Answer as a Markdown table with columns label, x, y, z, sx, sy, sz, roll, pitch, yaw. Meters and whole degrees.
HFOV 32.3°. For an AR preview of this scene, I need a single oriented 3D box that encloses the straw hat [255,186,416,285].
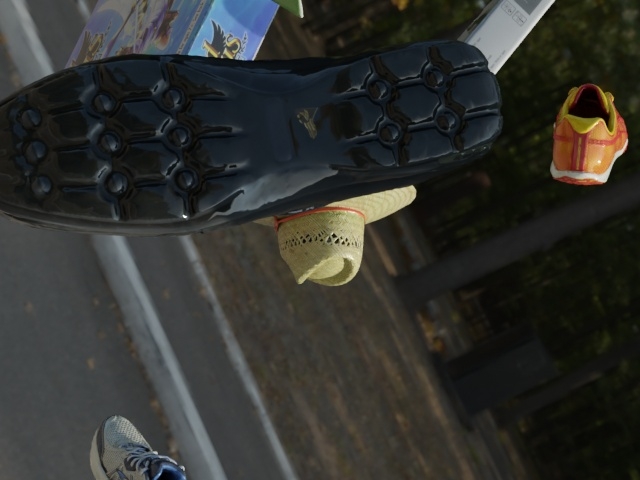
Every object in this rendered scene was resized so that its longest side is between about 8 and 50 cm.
| label | x | y | z | sx | sy | sz | roll | pitch | yaw |
| --- | --- | --- | --- | --- | --- | --- | --- | --- | --- |
| straw hat | 0.000 | 0.000 | 0.776 | 0.144 | 0.144 | 0.061 | 45 | 41 | -73 |

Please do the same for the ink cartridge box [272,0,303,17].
| label | x | y | z | sx | sy | sz | roll | pitch | yaw |
| --- | --- | --- | --- | --- | --- | --- | --- | --- | --- |
| ink cartridge box | -0.038 | -0.235 | 0.617 | 0.109 | 0.062 | 0.209 | 33 | -23 | 20 |

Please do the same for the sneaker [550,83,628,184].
| label | x | y | z | sx | sy | sz | roll | pitch | yaw |
| --- | --- | --- | --- | --- | --- | --- | --- | --- | --- |
| sneaker | 0.223 | -0.098 | 0.901 | 0.175 | 0.064 | 0.068 | -59 | 155 | -66 |

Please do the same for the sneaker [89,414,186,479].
| label | x | y | z | sx | sy | sz | roll | pitch | yaw |
| --- | --- | --- | --- | --- | --- | --- | --- | --- | --- |
| sneaker | -0.118 | 0.168 | 0.777 | 0.052 | 0.058 | 0.135 | 2 | 39 | -40 |

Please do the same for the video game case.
| label | x | y | z | sx | sy | sz | roll | pitch | yaw |
| --- | --- | --- | --- | --- | --- | --- | --- | --- | --- |
| video game case | -0.142 | -0.161 | 0.951 | 0.061 | 0.270 | 0.244 | 28 | -5 | -33 |

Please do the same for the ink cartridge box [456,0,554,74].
| label | x | y | z | sx | sy | sz | roll | pitch | yaw |
| --- | --- | --- | --- | --- | --- | --- | --- | --- | --- |
| ink cartridge box | 0.170 | -0.211 | 1.439 | 0.060 | 0.275 | 0.239 | 43 | -30 | -6 |

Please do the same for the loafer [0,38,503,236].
| label | x | y | z | sx | sy | sz | roll | pitch | yaw |
| --- | --- | --- | --- | --- | --- | --- | --- | --- | --- |
| loafer | -0.033 | -0.040 | 0.470 | 0.078 | 0.223 | 0.076 | 149 | -68 | -74 |
